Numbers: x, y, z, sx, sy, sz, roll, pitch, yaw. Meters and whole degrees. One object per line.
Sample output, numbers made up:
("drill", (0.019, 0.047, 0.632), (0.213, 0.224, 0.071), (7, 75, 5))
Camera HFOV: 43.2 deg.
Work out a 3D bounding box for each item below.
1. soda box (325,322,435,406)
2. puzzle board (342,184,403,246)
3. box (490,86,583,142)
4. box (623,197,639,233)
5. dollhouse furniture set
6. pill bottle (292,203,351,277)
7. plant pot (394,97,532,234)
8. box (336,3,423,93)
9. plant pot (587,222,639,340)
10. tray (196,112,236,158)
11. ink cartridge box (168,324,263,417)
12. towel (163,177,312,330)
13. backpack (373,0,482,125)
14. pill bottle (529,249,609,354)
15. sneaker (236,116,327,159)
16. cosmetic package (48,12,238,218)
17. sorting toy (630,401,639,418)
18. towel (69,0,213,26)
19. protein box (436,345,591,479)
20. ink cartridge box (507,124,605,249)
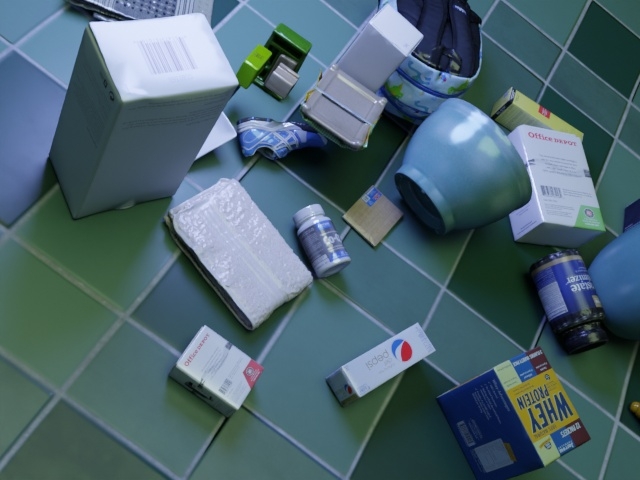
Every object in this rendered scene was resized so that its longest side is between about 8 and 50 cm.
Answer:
("soda box", (0.120, 0.242, 1.583), (0.216, 0.074, 0.069), (-23, 76, -35))
("puzzle board", (0.116, -0.054, 1.784), (0.096, 0.011, 0.128), (43, 52, 1))
("box", (0.563, -0.299, 2.104), (0.232, 0.087, 0.058), (30, 54, -9))
("box", (0.880, -0.013, 2.107), (0.156, 0.093, 0.158), (27, 56, -12))
("dollhouse furniture set", (-0.032, -0.288, 1.728), (0.302, 0.151, 0.197), (34, 46, -5))
("pill bottle", (0.000, 0.000, 1.651), (0.078, 0.078, 0.137), (-17, 73, -33))
("plant pot", (0.288, -0.136, 1.776), (0.196, 0.293, 0.293), (-38, 84, -11))
("box", (0.099, -0.381, 1.787), (0.113, 0.275, 0.094), (42, 52, -5))
("plant pot", (0.766, 0.100, 1.873), (0.293, 0.235, 0.292), (27, 47, -34))
("tray", (-0.302, -0.283, 1.659), (0.145, 0.030, 0.270), (-32, 81, -15))
("ink cartridge box", (-0.186, 0.233, 1.440), (0.135, 0.056, 0.099), (37, 53, -5))
("towel", (-0.157, 0.018, 1.579), (0.187, 0.049, 0.282), (-37, 84, -36))
("backpack", (0.254, -0.446, 1.936), (0.290, 0.273, 0.355), (22, 29, -19))
("pill bottle", (0.570, 0.141, 1.843), (0.123, 0.123, 0.219), (-5, 66, -29))
("sneaker", (-0.083, -0.213, 1.738), (0.211, 0.080, 0.081), (1, 86, -27))
("cosmetic package", (-0.321, -0.206, 1.407), (0.217, 0.385, 0.156), (-16, 73, -36))
("sorting toy", (0.822, 0.321, 1.911), (0.126, 0.127, 0.365), (19, 48, 19))
("towel", (-0.387, -0.580, 1.794), (0.312, 0.056, 0.324), (16, 55, -22))
("protein box", (0.370, 0.346, 1.577), (0.136, 0.201, 0.199), (-16, 73, -33))
("ink cartridge box", (0.561, -0.130, 1.991), (0.199, 0.115, 0.272), (7, 61, -25))
